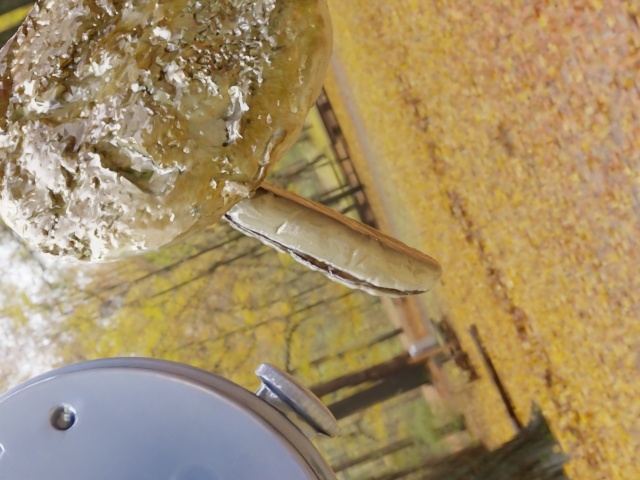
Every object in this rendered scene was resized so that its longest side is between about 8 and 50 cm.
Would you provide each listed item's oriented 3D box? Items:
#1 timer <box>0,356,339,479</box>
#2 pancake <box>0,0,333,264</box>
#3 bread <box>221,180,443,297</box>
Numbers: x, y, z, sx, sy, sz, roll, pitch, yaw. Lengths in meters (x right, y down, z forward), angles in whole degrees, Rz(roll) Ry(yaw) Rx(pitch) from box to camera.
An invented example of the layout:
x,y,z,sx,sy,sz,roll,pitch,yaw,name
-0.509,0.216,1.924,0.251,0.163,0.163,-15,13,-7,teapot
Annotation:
x,y,z,sx,sy,sz,roll,pitch,yaw,name
-0.126,0.263,0.758,0.173,0.395,0.394,73,175,-70,timer
-0.148,-0.141,0.834,0.065,0.356,0.356,38,-155,-56,pancake
0.000,-0.001,0.819,0.214,0.053,0.073,25,-176,-8,bread
